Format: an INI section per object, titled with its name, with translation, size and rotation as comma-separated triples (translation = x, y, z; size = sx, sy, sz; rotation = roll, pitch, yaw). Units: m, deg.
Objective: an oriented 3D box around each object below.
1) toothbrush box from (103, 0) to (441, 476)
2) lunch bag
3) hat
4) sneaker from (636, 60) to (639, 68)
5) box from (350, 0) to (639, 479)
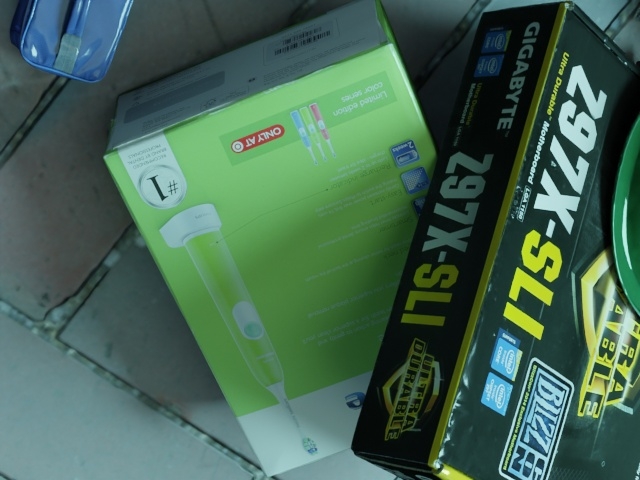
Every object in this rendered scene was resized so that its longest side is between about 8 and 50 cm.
[toothbrush box]
translation = 0.000, 0.000, 1.011
size = 0.206, 0.122, 0.283
rotation = -21, 114, 7
[lunch bag]
translation = -0.164, -0.159, 0.953
size = 0.067, 0.065, 0.098
rotation = 14, 103, -25
[hat]
translation = 0.314, -0.028, 0.916
size = 0.173, 0.183, 0.208
rotation = -5, 100, -40
[sneaker]
translation = 0.193, -0.053, 1.119
size = 0.225, 0.088, 0.093
rotation = -25, 123, -8
[box]
translation = 0.167, 0.038, 0.969
size = 0.257, 0.079, 0.322
rotation = 32, 69, -40
